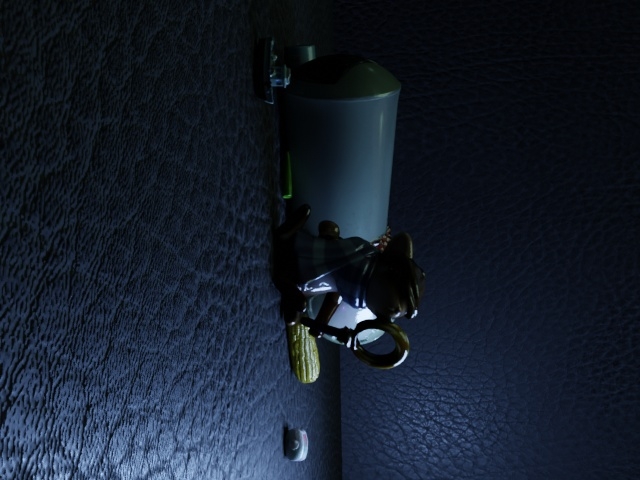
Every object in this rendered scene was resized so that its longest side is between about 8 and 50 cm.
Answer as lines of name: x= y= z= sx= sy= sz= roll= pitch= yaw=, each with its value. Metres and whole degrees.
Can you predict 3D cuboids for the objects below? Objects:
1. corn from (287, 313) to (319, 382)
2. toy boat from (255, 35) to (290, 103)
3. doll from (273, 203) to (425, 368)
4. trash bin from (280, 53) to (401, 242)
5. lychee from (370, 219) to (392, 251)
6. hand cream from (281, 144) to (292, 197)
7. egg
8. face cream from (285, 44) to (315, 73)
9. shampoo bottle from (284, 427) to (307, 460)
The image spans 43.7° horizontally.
corn: x=-0.041 y=0.258 z=1.891 sx=0.067 sy=0.067 sz=0.206 roll=-85 pitch=169 yaw=-55
toy boat: x=-0.089 y=-0.318 z=1.503 sx=0.059 sy=0.066 sz=0.140 roll=86 pitch=5 yaw=-68
doll: x=0.057 y=0.097 z=1.715 sx=0.209 sy=0.340 sz=0.318 roll=-88 pitch=-173 yaw=-73
trash bin: x=0.047 y=-0.226 z=1.911 sx=0.280 sy=0.280 sz=0.432 roll=-81 pitch=172 yaw=-66
lychee: x=0.078 y=-0.029 z=2.446 sx=0.264 sy=0.300 sz=0.264 roll=-52 pitch=-177 yaw=3
hand cream: x=-0.078 y=-0.158 z=1.836 sx=0.036 sy=0.023 sz=0.122 roll=136 pitch=-45 yaw=-68
egg: x=0.080 y=0.141 z=2.120 sx=0.336 sy=0.278 sz=0.278 roll=-28 pitch=117 yaw=-82
face cream: x=-0.045 y=-0.375 z=2.014 sx=0.075 sy=0.075 sz=0.229 roll=-77 pitch=165 yaw=-73
shampoo bottle: x=-0.054 y=0.457 z=1.787 sx=0.099 sy=0.043 sz=0.072 roll=73 pitch=16 yaw=-74
